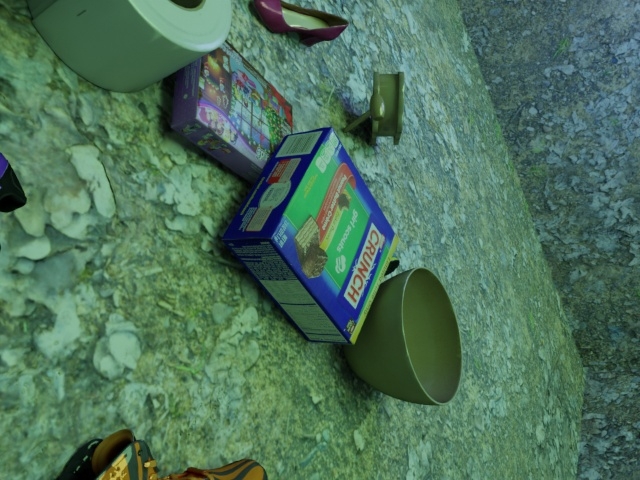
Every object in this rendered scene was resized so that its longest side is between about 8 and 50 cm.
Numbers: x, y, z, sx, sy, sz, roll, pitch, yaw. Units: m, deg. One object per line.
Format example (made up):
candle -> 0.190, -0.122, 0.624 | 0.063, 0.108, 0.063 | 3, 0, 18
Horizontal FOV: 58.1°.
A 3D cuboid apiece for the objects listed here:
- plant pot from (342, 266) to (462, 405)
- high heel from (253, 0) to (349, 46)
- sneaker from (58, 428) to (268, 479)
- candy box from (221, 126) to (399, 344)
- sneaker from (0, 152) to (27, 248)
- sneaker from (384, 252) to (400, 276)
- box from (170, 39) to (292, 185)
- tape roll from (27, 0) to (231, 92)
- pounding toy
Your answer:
plant pot -> 0.159, 0.214, 1.232 | 0.284, 0.190, 0.284 | 30, 52, -49
high heel -> -0.041, -0.509, 1.302 | 0.244, 0.117, 0.082 | 15, 65, -54
sneaker -> -0.191, 0.310, 0.722 | 0.321, 0.124, 0.180 | -15, 90, -58
candy box -> 0.000, 0.000, 1.077 | 0.317, 0.122, 0.268 | 55, 49, -39
sneaker -> -0.397, 0.002, 0.559 | 0.146, 0.102, 0.293 | 57, 36, -27
sneaker -> 0.098, 0.042, 1.345 | 0.209, 0.069, 0.082 | -1, 45, -48
box -> -0.146, -0.229, 1.049 | 0.293, 0.057, 0.201 | 33, 51, -56
tape roll -> -0.272, -0.362, 0.842 | 0.246, 0.169, 0.246 | 30, 52, -49
pounding toy -> 0.137, -0.346, 1.482 | 0.269, 0.154, 0.154 | 64, 27, -82
